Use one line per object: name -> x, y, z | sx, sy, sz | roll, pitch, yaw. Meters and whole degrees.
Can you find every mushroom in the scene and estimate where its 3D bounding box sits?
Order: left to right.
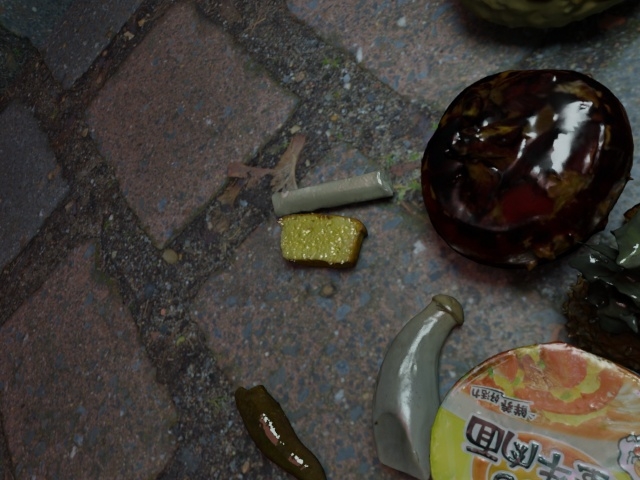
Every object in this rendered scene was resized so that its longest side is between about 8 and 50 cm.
mushroom -> 0.149, 0.212, 0.653 | 0.118, 0.103, 0.270 | 6, 73, 29

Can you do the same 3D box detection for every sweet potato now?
sweet potato -> -0.077, 0.349, 0.740 | 0.244, 0.077, 0.077 | 43, 97, 31

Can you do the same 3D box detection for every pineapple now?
pineapple -> 0.359, 0.063, 0.450 | 0.169, 0.340, 0.169 | -10, 67, 25

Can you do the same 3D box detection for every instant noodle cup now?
instant noodle cup -> 0.286, 0.263, 0.507 | 0.264, 0.200, 0.264 | -8, 72, 26

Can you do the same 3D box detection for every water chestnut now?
water chestnut -> 0.268, -0.109, 0.585 | 0.300, 0.300, 0.299 | -8, 72, 25

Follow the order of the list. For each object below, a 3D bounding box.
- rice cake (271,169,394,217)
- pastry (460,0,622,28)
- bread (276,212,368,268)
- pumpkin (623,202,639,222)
rice cake -> 0.021, -0.090, 0.830 | 0.256, 0.052, 0.057 | -9, 75, 25
pastry -> 0.365, -0.523, 0.612 | 0.389, 0.313, 0.388 | 1, 92, 28
bread -> 0.000, 0.000, 0.809 | 0.188, 0.065, 0.103 | 1, 78, 26
pumpkin -> 0.490, -0.015, 0.583 | 0.073, 0.035, 0.101 | -31, 60, 3
